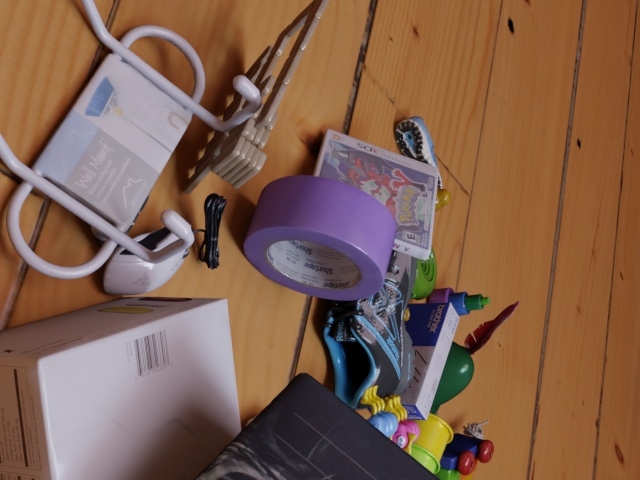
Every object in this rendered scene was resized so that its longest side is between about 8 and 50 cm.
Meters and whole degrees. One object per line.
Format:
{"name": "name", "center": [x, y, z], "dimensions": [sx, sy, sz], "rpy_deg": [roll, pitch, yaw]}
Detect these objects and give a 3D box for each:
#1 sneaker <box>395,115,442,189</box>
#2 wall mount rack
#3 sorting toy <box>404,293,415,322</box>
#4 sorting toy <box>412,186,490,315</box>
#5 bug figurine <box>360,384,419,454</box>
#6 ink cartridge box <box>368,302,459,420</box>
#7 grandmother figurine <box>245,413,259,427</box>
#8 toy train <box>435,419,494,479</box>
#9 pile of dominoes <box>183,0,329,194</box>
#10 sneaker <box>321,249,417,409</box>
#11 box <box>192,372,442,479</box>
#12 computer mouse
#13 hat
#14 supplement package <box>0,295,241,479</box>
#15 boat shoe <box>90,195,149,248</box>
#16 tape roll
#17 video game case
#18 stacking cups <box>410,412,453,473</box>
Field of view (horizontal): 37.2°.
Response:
{"name": "sneaker", "center": [0.184, -0.145, 1.669], "dimensions": [0.073, 0.063, 0.162], "rpy_deg": [-47, 127, -53]}
{"name": "wall mount rack", "center": [-0.225, -0.149, 0.958], "dimensions": [0.304, 0.130, 0.350], "rpy_deg": [37, 52, -21]}
{"name": "sorting toy", "center": [0.129, 0.096, 1.582], "dimensions": [0.061, 0.042, 0.102], "rpy_deg": [-20, 105, -57]}
{"name": "sorting toy", "center": [0.202, 0.017, 1.618], "dimensions": [0.365, 0.126, 0.127], "rpy_deg": [56, 35, -40]}
{"name": "bug figurine", "center": [0.073, 0.339, 1.360], "dimensions": [0.216, 0.072, 0.279], "rpy_deg": [-10, 119, -64]}
{"name": "ink cartridge box", "center": [0.152, 0.196, 1.562], "dimensions": [0.046, 0.097, 0.207], "rpy_deg": [56, 44, -36]}
{"name": "grandmother figurine", "center": [-0.072, 0.387, 1.200], "dimensions": [0.208, 0.104, 0.342], "rpy_deg": [78, 16, -73]}
{"name": "toy train", "center": [0.254, 0.418, 1.720], "dimensions": [0.248, 0.105, 0.143], "rpy_deg": [-3, 101, -58]}
{"name": "pile of dominoes", "center": [-0.064, -0.170, 1.150], "dimensions": [0.040, 0.196, 0.251], "rpy_deg": [35, 54, -18]}
{"name": "sneaker", "center": [0.067, 0.084, 1.408], "dimensions": [0.139, 0.125, 0.341], "rpy_deg": [-19, 104, -55]}
{"name": "box", "center": [-0.001, 0.462, 0.795], "dimensions": [0.472, 0.480, 0.297], "rpy_deg": [-43, 160, -31]}
{"name": "computer mouse", "center": [-0.168, 0.018, 1.083], "dimensions": [0.193, 0.042, 0.106], "rpy_deg": [-33, 147, -50]}
{"name": "hat", "center": [0.261, 0.226, 1.642], "dimensions": [0.208, 0.183, 0.173], "rpy_deg": [57, 45, -44]}
{"name": "supplement package", "center": [-0.214, 0.176, 0.929], "dimensions": [0.262, 0.145, 0.204], "rpy_deg": [-16, 102, -58]}
{"name": "boat shoe", "center": [-0.213, -0.050, 1.047], "dimensions": [0.040, 0.049, 0.142], "rpy_deg": [102, 8, -53]}
{"name": "tape roll", "center": [0.000, 0.000, 1.244], "dimensions": [0.189, 0.189, 0.080], "rpy_deg": [49, 49, -45]}
{"name": "video game case", "center": [0.077, -0.071, 1.366], "dimensions": [0.201, 0.183, 0.023], "rpy_deg": [-77, -173, -49]}
{"name": "stacking cups", "center": [0.123, 0.423, 1.503], "dimensions": [0.096, 0.096, 0.316], "rpy_deg": [61, 41, -36]}
